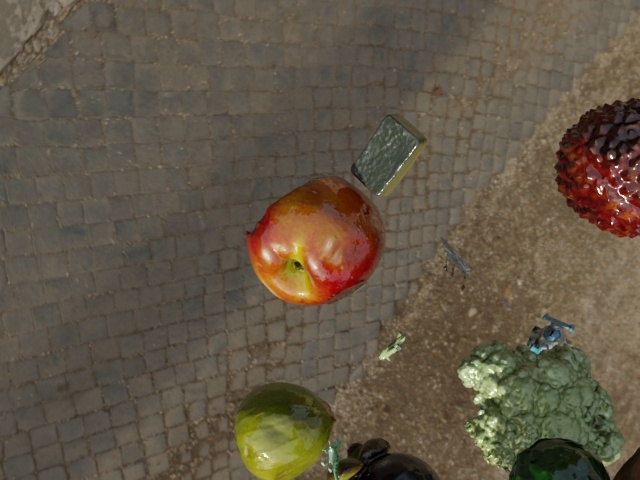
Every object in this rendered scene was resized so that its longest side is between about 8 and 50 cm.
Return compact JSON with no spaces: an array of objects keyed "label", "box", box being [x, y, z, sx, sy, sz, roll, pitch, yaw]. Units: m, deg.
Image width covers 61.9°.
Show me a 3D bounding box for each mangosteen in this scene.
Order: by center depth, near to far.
[{"label":"mangosteen","box":[0.231,0.871,1.786,0.381,0.381,0.421,-25,71,-25]}]

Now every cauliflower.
[{"label":"cauliflower","box":[0.404,0.301,1.018,0.327,0.281,0.260,37,99,-5]}]

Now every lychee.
[{"label":"lychee","box":[0.962,-0.213,1.624,0.500,0.424,0.424,19,91,-15]}]

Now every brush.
[{"label":"brush","box":[0.173,-0.218,1.380,0.059,0.123,0.197,-14,144,-54]}]

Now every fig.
[{"label":"fig","box":[-0.125,0.641,1.836,0.344,0.343,0.343,-8,106,-31]}]

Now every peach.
[{"label":"peach","box":[0.002,0.016,1.460,0.310,0.335,0.406,52,36,12]}]

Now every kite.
[{"label":"kite","box":[0.487,0.091,1.888,0.169,0.310,0.015,44,114,-6]}]

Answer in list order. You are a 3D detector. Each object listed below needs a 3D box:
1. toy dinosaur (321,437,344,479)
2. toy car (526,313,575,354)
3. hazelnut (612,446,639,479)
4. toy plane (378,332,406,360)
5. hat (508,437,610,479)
[{"label":"toy dinosaur","box":[0.032,0.454,1.107,0.062,0.021,0.083,-31,94,-42]},{"label":"toy car","box":[0.713,0.302,1.660,0.162,0.126,0.098,-13,120,-53]},{"label":"hazelnut","box":[0.389,0.299,0.572,0.143,0.143,0.154,20,95,-34]},{"label":"toy plane","box":[0.222,0.326,1.626,0.040,0.102,0.111,41,99,11]},{"label":"hat","box":[0.301,0.479,0.674,0.285,0.285,0.399,-12,92,-29]}]
